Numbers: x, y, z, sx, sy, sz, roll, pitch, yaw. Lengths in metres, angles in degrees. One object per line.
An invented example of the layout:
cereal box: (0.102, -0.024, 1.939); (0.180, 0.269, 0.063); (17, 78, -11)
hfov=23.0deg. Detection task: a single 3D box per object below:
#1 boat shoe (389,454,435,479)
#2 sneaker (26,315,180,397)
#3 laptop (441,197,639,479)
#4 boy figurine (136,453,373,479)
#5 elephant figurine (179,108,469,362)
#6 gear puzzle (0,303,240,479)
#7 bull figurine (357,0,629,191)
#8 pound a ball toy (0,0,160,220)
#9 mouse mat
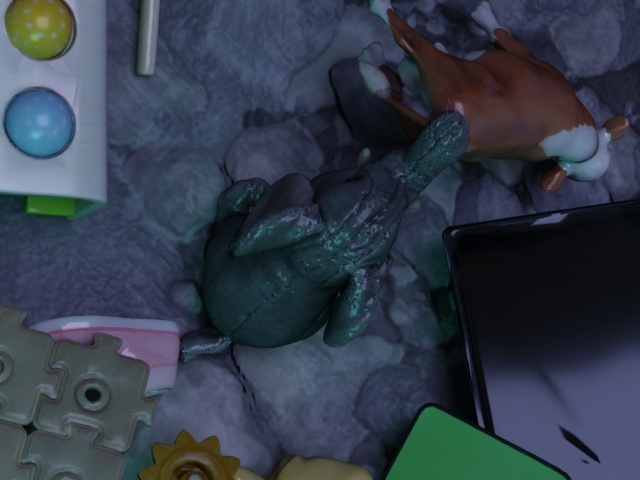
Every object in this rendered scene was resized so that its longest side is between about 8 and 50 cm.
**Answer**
boat shoe: (0.147, 0.304, 1.382); (0.096, 0.088, 0.268); (-23, 90, -26)
sneaker: (-0.177, 0.101, 1.293); (0.134, 0.051, 0.070); (4, 73, -28)
laptop: (0.341, 0.165, 1.484); (0.408, 0.236, 0.382); (14, 63, -58)
boy figurine: (-0.084, 0.254, 1.285); (0.285, 0.092, 0.177); (-34, 95, -27)
elephant figurine: (0.000, 0.000, 1.289); (0.169, 0.239, 0.186); (5, 78, -24)
gear puzzle: (-0.220, 0.150, 1.227); (0.338, 0.044, 0.176); (16, 63, -8)
bull figurine: (0.154, -0.132, 1.421); (0.188, 0.101, 0.310); (49, 24, 23)
pound a ball toy: (-0.202, -0.182, 1.291); (0.208, 0.135, 0.319); (4, 79, -24)
mouse mat: (0.111, 0.252, 1.350); (0.152, 0.007, 0.190); (27, 85, 18)
